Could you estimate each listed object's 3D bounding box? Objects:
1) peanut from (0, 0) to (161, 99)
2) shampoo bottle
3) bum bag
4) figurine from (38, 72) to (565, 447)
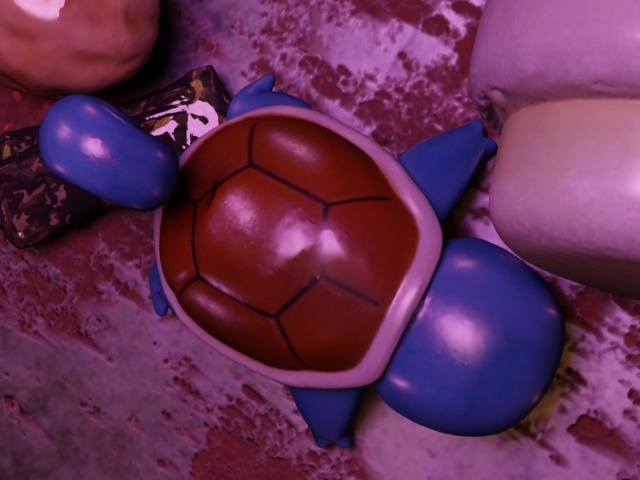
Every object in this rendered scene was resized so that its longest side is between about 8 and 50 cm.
[{"bbox_3d":[-0.290,-0.257,0.997,0.387,0.192,0.170,34,133,21],"label":"peanut"},{"bbox_3d":[0.261,-0.117,0.748,0.322,0.322,0.317,9,84,17],"label":"shampoo bottle"},{"bbox_3d":[-0.188,-0.068,1.019,0.248,0.069,0.102,-18,68,14],"label":"bum bag"},{"bbox_3d":[-0.010,-0.004,0.908,0.416,0.243,0.298,28,88,-4],"label":"figurine"}]
